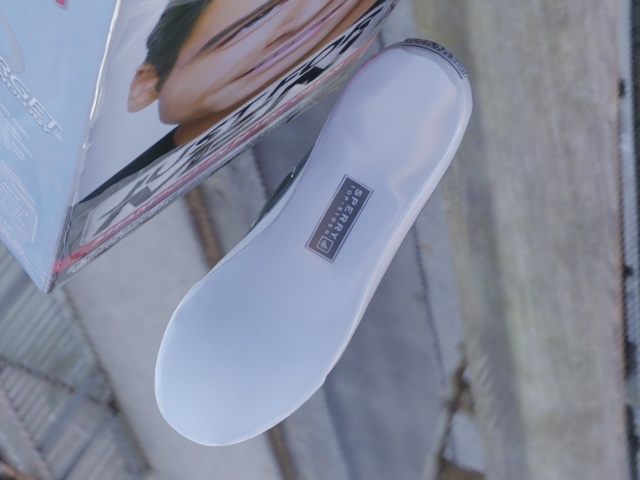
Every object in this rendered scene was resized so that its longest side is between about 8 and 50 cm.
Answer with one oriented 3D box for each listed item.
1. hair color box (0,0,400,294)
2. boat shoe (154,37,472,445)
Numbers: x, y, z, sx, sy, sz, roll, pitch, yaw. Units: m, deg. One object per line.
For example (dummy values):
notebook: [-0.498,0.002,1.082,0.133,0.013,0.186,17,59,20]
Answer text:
hair color box: [-0.049,-0.110,0.551,0.113,0.185,0.374,51,162,3]
boat shoe: [0.000,0.000,0.747,0.080,0.228,0.076,32,-165,7]
